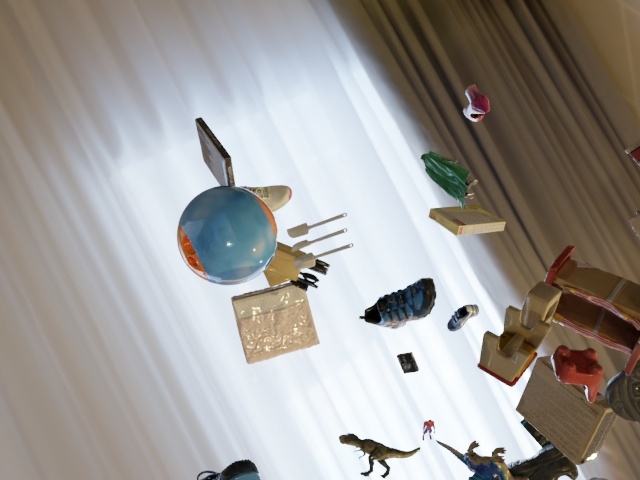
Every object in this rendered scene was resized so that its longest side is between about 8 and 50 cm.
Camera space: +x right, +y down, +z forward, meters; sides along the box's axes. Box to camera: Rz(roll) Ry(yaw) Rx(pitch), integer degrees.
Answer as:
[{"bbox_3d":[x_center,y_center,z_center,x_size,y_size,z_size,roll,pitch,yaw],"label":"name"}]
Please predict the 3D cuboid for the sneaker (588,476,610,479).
[{"bbox_3d":[0.792,0.697,1.537,0.321,0.128,0.126,110,-1,-80],"label":"sneaker"}]

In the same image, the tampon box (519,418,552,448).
[{"bbox_3d":[0.828,0.672,2.162,0.101,0.161,0.120,4,129,-48],"label":"tampon box"}]

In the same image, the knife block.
[{"bbox_3d":[-0.106,0.071,2.309,0.242,0.275,0.088,-21,-164,11],"label":"knife block"}]

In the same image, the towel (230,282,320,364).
[{"bbox_3d":[-0.194,0.352,2.604,0.332,0.316,0.053,-15,-166,-5],"label":"towel"}]

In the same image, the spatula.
[{"bbox_3d":[0.000,0.000,2.191,0.242,0.168,0.019,-18,158,16],"label":"spatula"}]

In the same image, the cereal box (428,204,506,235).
[{"bbox_3d":[0.555,-0.079,2.289,0.240,0.047,0.173,-6,-152,-28],"label":"cereal box"}]

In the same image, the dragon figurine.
[{"bbox_3d":[0.483,0.691,1.817,0.289,0.144,0.085,4,-163,19],"label":"dragon figurine"}]

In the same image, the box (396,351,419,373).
[{"bbox_3d":[0.349,0.488,2.406,0.067,0.083,0.018,-17,-169,31],"label":"box"}]

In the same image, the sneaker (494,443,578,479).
[{"bbox_3d":[0.656,0.733,1.864,0.286,0.130,0.109,-34,162,23],"label":"sneaker"}]

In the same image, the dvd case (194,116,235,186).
[{"bbox_3d":[-0.337,-0.264,1.949,0.030,0.238,0.179,-24,142,-19],"label":"dvd case"}]

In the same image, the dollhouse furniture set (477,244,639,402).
[{"bbox_3d":[0.441,0.174,1.051,0.374,0.201,0.152,-32,139,-41],"label":"dollhouse furniture set"}]

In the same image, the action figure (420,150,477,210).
[{"bbox_3d":[0.383,-0.210,1.847,0.064,0.232,0.137,-18,133,-25],"label":"action figure"}]

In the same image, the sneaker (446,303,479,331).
[{"bbox_3d":[0.484,0.266,2.100,0.059,0.053,0.144,9,134,-38],"label":"sneaker"}]

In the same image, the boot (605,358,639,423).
[{"bbox_3d":[0.858,0.269,1.556,0.367,0.146,0.445,-25,-172,12],"label":"boot"}]

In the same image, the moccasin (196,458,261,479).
[{"bbox_3d":[-0.250,0.611,1.431,0.138,0.116,0.342,15,124,-30],"label":"moccasin"}]

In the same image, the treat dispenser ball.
[{"bbox_3d":[-0.266,-0.014,1.730,0.288,0.288,0.288,-27,174,-3],"label":"treat dispenser ball"}]

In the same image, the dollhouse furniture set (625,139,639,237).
[{"bbox_3d":[0.698,-0.114,1.270,0.129,0.183,0.129,-30,171,-44],"label":"dollhouse furniture set"}]

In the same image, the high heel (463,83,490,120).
[{"bbox_3d":[0.573,-0.456,2.155,0.082,0.117,0.244,-27,159,4],"label":"high heel"}]

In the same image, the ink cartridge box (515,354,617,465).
[{"bbox_3d":[0.680,0.464,1.671,0.088,0.235,0.193,1,116,-32],"label":"ink cartridge box"}]

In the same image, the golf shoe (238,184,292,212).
[{"bbox_3d":[-0.268,-0.170,2.435,0.306,0.115,0.140,-13,154,14],"label":"golf shoe"}]

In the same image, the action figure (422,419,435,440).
[{"bbox_3d":[0.328,0.574,1.829,0.038,0.030,0.115,-4,134,1],"label":"action figure"}]

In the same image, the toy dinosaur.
[{"bbox_3d":[0.183,0.688,1.908,0.268,0.118,0.064,15,170,-8],"label":"toy dinosaur"}]

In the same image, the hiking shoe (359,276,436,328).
[{"bbox_3d":[0.247,0.207,1.885,0.132,0.113,0.304,4,148,-26],"label":"hiking shoe"}]
